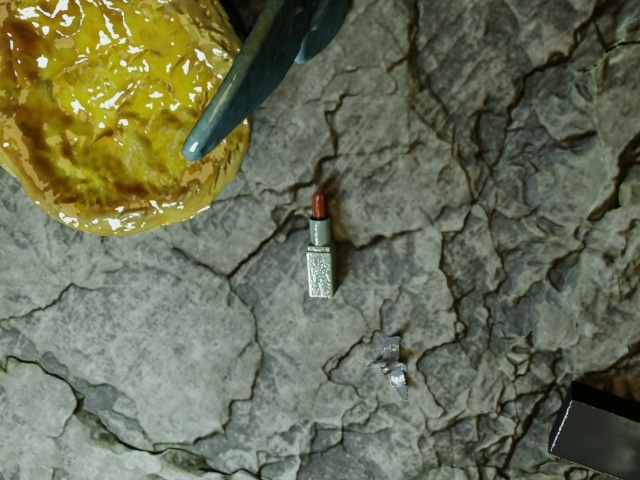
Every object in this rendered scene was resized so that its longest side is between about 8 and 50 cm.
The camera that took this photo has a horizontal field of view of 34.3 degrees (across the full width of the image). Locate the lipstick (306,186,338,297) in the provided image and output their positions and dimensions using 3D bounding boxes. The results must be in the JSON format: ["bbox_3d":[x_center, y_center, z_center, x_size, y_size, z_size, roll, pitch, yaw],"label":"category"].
[{"bbox_3d":[0.001,0.000,1.174,0.030,0.030,0.129,3,111,16],"label":"lipstick"}]

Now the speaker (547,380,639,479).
[{"bbox_3d":[0.369,0.235,1.147,0.218,0.044,0.082,20,115,8],"label":"speaker"}]

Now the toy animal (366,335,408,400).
[{"bbox_3d":[0.078,0.148,1.209,0.050,0.028,0.084,-3,109,9],"label":"toy animal"}]

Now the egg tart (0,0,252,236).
[{"bbox_3d":[-0.217,-0.167,1.122,0.341,0.129,0.341,5,111,13],"label":"egg tart"}]

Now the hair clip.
[{"bbox_3d":[-0.019,-0.310,0.906,0.238,0.318,0.392,47,118,-3],"label":"hair clip"}]
